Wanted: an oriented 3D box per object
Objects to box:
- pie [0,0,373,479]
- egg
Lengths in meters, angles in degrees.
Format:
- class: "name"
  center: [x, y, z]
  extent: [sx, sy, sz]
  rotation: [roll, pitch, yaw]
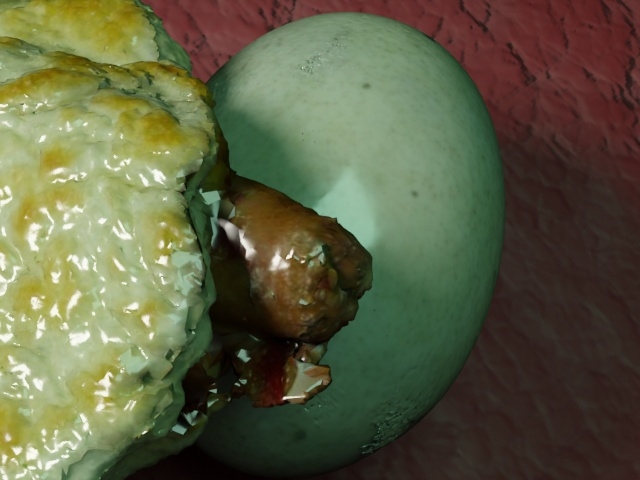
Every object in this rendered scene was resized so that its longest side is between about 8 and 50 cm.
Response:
- class: "pie"
  center: [-0.143, 0.005, 0.711]
  extent: [0.257, 0.105, 0.274]
  rotation: [-33, 55, -10]
- class: "egg"
  center: [0.000, 0.000, 0.826]
  extent: [0.169, 0.169, 0.236]
  rotation: [23, 64, -9]
